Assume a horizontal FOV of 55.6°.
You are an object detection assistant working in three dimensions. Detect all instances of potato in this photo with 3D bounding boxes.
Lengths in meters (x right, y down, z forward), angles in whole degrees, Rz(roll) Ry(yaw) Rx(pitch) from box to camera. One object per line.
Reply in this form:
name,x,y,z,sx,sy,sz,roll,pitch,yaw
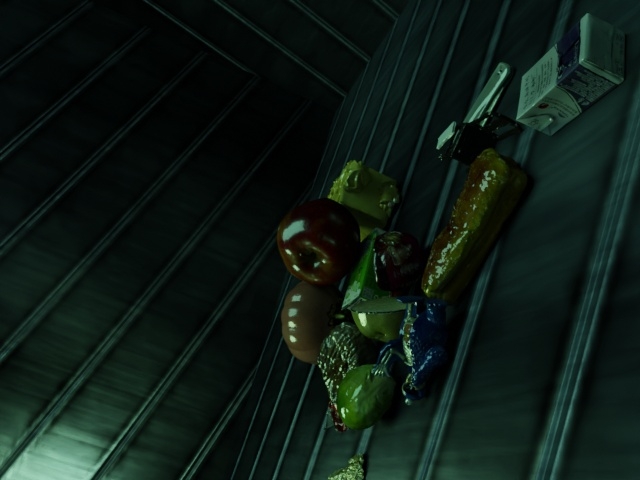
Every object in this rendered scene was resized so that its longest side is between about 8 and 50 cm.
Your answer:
potato,0.188,0.226,1.680,0.202,0.182,0.117,-4,95,37

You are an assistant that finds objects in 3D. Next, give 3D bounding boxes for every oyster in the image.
oyster,0.083,0.630,1.650,0.122,0.045,0.146,-55,11,-7

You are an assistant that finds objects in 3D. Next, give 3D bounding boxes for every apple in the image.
apple,0.000,0.000,2.056,0.288,0.288,0.317,-62,2,26

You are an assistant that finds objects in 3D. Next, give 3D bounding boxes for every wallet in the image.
wallet,0.344,-0.288,1.663,0.083,0.011,0.044,-49,21,55

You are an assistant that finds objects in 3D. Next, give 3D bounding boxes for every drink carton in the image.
drink carton,0.519,-0.340,1.277,0.222,0.102,0.134,134,153,-60
drink carton,0.169,0.110,2.003,0.161,0.108,0.271,132,156,-60

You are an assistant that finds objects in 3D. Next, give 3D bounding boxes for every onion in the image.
onion,0.228,0.085,1.764,0.195,0.140,0.218,-89,-13,-61

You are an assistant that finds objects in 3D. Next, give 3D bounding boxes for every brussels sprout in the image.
brussels sprout,0.117,0.413,1.620,0.181,0.144,0.161,-47,-11,-7

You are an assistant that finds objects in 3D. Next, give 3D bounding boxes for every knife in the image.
knife,0.462,-0.372,1.714,0.265,0.040,0.073,-62,29,17

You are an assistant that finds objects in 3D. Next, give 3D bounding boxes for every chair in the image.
chair,0.411,-0.251,1.578,0.229,0.106,0.113,-166,99,-79

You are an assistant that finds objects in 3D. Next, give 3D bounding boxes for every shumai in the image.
shumai,0.100,0.349,1.798,0.184,0.185,0.218,-18,85,29

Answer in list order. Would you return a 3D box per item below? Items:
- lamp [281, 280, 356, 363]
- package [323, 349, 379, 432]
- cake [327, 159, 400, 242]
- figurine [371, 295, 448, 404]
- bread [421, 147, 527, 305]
lamp,0.001,0.281,2.123,0.239,0.305,0.305,-4,53,26
package,0.087,0.457,1.856,0.194,0.071,0.269,-12,52,59
cake,0.151,-0.151,2.263,0.286,0.227,0.222,134,156,-61
figurine,0.239,0.258,1.449,0.164,0.120,0.262,27,105,43
bread,0.350,-0.034,1.464,0.185,0.109,0.380,-96,29,-65
